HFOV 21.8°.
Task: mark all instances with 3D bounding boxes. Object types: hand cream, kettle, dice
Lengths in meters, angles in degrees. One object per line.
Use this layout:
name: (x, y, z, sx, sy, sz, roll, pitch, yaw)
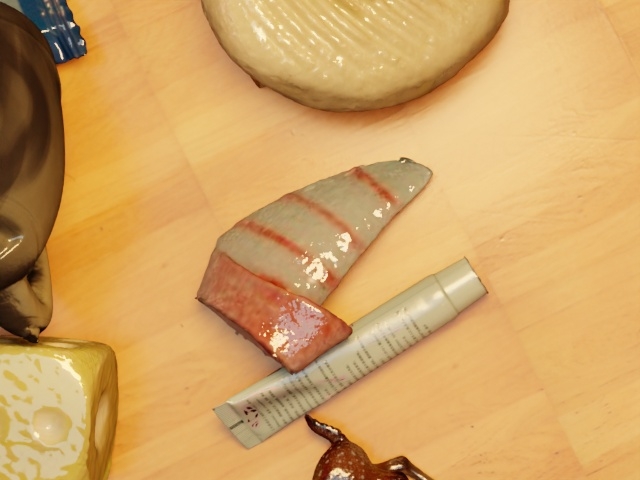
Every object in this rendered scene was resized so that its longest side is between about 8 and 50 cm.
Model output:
hand cream: (0.038, 0.128, 1.867, 0.331, 0.085, 0.058, -34, 43, 2)
kettle: (-0.364, -0.048, 1.766, 0.228, 0.321, 0.324, -19, 43, 2)
dice: (-0.321, 0.194, 1.846, 0.169, 0.166, 0.169, 4, 90, 5)

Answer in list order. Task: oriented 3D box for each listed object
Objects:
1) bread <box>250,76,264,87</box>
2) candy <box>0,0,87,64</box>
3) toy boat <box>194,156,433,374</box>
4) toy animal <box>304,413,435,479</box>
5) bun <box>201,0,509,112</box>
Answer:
bread: (-0.079, -0.211, 1.890, 0.083, 0.047, 0.036, 51, 124, 5)
candy: (-0.443, -0.224, 1.906, 0.331, 0.077, 0.187, -25, 81, 2)
toy boat: (0.000, 0.000, 1.861, 0.206, 0.096, 0.282, 36, 80, 31)
toy animal: (-0.007, 0.322, 1.833, 0.260, 0.087, 0.243, 18, 54, 0)
bun: (0.030, -0.318, 1.794, 0.365, 0.219, 0.365, -1, 98, -10)
